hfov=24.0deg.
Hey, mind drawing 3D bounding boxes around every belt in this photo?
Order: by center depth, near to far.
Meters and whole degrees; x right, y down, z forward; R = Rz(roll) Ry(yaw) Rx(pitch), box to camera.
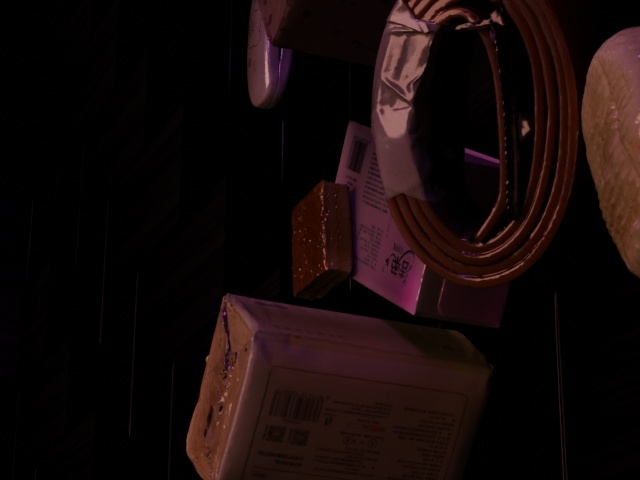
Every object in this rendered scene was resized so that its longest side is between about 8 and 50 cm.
[{"bbox_3d":[0.132,-0.098,1.183,0.184,0.105,0.262,1,103,31],"label":"belt"}]

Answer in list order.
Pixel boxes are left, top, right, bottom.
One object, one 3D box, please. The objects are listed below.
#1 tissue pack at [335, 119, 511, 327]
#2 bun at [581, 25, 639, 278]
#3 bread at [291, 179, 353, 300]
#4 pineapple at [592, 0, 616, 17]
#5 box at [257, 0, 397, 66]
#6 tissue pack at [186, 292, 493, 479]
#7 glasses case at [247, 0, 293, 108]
[{"bbox_3d":[0.092,-0.018,1.401,0.246,0.092,0.149,-149,71,-66],"label":"tissue pack"},{"bbox_3d":[0.248,-0.058,1.041,0.164,0.111,0.188,95,168,-51],"label":"bun"},{"bbox_3d":[0.000,0.000,1.450,0.090,0.035,0.094,138,135,-59],"label":"bread"},{"bbox_3d":[0.195,-0.290,1.246,0.125,0.125,0.251,138,131,-57],"label":"pineapple"},{"bbox_3d":[0.063,-0.349,1.478,0.225,0.190,0.297,-106,34,-49],"label":"box"},{"bbox_3d":[0.013,0.150,1.342,0.125,0.234,0.159,-136,57,-66],"label":"tissue pack"},{"bbox_3d":[-0.063,-0.263,1.921,0.074,0.049,0.193,153,122,-62],"label":"glasses case"}]
